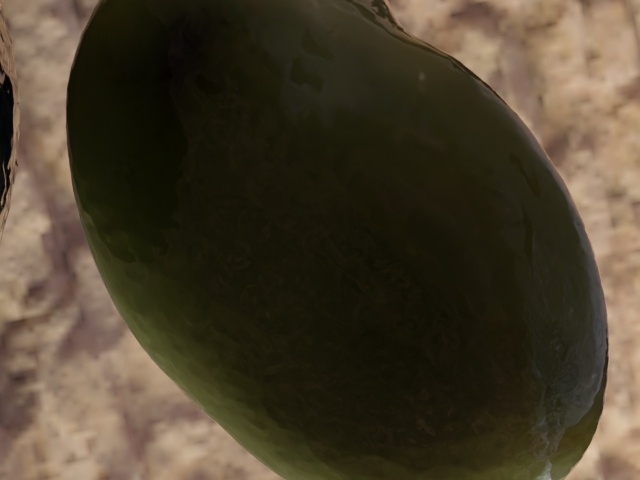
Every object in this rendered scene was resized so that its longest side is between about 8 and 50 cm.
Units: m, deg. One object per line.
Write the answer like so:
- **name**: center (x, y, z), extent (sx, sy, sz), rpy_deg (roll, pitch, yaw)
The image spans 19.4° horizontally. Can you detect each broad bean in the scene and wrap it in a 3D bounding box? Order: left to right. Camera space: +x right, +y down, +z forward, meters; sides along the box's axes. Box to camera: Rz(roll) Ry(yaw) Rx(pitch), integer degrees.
- **broad bean**: center (0.000, 0.000, 0.739), extent (0.263, 0.189, 0.121), rpy_deg (54, -154, 10)

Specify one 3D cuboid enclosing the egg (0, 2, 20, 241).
- **egg**: center (-0.259, -0.021, 0.688), extent (0.379, 0.287, 0.288), rpy_deg (-49, -44, -43)
